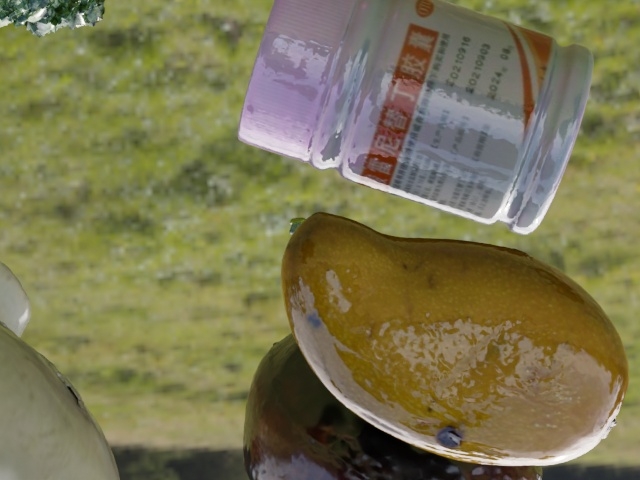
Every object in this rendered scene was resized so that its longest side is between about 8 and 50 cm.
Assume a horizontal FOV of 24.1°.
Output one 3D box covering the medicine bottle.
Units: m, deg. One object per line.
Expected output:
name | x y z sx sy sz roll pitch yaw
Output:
medicine bottle | 0.093 -0.144 1.498 0.315 0.202 0.202 17 165 1

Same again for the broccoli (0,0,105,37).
broccoli | -0.273 -0.206 0.996 0.269 0.242 0.261 23 178 45

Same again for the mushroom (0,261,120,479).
mushroom | -0.199 0.087 0.676 0.246 0.202 0.246 14 147 9

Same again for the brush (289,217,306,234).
brush | 0.000 0.000 1.500 0.018 0.021 0.083 -5 157 38

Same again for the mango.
mango | 0.103 0.080 1.205 0.295 0.177 0.120 21 177 5

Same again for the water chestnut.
water chestnut | 0.057 0.245 1.556 0.350 0.350 0.302 15 112 -55
